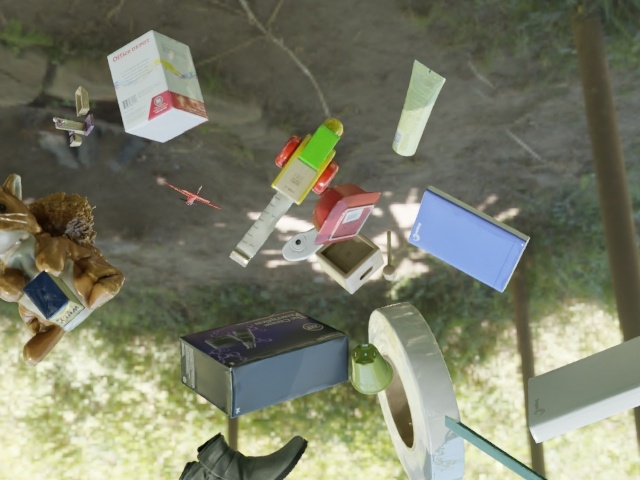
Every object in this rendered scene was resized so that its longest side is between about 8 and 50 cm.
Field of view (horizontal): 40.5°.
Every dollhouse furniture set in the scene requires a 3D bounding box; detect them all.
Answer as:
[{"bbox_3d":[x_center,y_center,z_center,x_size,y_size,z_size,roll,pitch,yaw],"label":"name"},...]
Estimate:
[{"bbox_3d":[-0.564,-0.283,1.932,0.081,0.114,0.091,7,150,-36],"label":"dollhouse furniture set"}]

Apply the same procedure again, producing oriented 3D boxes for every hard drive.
[{"bbox_3d":[0.583,0.272,1.719,0.353,0.047,0.233,-26,-172,18],"label":"hard drive"},{"bbox_3d":[0.422,-0.003,2.513,0.318,0.040,0.210,29,135,15],"label":"hard drive"}]

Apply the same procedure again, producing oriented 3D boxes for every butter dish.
[{"bbox_3d":[0.040,-0.081,2.095,0.160,0.118,0.160,-11,142,-45],"label":"butter dish"}]

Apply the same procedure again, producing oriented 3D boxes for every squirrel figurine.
[{"bbox_3d":[-0.674,0.025,2.069,0.281,0.370,0.397,-40,-166,12],"label":"squirrel figurine"}]

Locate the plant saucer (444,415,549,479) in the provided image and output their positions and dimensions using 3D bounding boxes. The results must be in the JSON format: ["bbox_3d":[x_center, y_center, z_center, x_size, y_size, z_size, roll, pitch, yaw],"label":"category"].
[{"bbox_3d":[0.276,0.331,1.344,0.192,0.018,0.067,29,178,36],"label":"plant saucer"}]

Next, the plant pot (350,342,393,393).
[{"bbox_3d":[0.091,0.235,1.647,0.083,0.083,0.079,-4,139,13],"label":"plant pot"}]

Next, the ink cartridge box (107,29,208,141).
[{"bbox_3d":[-0.332,-0.313,1.775,0.128,0.176,0.127,-21,167,25],"label":"ink cartridge box"}]

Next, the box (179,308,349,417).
[{"bbox_3d":[-0.103,0.220,1.613,0.261,0.103,0.184,-11,-159,-36],"label":"box"}]

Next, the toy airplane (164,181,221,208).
[{"bbox_3d":[-0.296,-0.101,2.033,0.151,0.028,0.151,20,165,5],"label":"toy airplane"}]

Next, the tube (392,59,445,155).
[{"bbox_3d":[0.235,-0.316,2.115,0.070,0.062,0.240,8,133,-7],"label":"tube"}]

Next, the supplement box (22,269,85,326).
[{"bbox_3d":[-0.511,0.112,1.668,0.056,0.083,0.083,-42,165,-5],"label":"supplement box"}]

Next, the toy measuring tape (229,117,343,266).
[{"bbox_3d":[-0.061,-0.092,1.633,0.121,0.330,0.121,34,173,5],"label":"toy measuring tape"}]

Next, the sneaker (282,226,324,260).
[{"bbox_3d":[0.000,0.000,2.536,0.217,0.079,0.121,-32,164,11],"label":"sneaker"}]

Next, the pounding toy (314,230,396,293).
[{"bbox_3d":[0.125,0.054,2.305,0.206,0.181,0.094,40,165,31],"label":"pounding toy"}]

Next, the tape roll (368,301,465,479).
[{"bbox_3d":[0.189,0.319,1.778,0.072,0.392,0.392,-14,168,-10],"label":"tape roll"}]

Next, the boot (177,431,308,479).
[{"bbox_3d":[-0.157,0.443,1.743,0.246,0.161,0.083,-42,178,-9],"label":"boot"}]
